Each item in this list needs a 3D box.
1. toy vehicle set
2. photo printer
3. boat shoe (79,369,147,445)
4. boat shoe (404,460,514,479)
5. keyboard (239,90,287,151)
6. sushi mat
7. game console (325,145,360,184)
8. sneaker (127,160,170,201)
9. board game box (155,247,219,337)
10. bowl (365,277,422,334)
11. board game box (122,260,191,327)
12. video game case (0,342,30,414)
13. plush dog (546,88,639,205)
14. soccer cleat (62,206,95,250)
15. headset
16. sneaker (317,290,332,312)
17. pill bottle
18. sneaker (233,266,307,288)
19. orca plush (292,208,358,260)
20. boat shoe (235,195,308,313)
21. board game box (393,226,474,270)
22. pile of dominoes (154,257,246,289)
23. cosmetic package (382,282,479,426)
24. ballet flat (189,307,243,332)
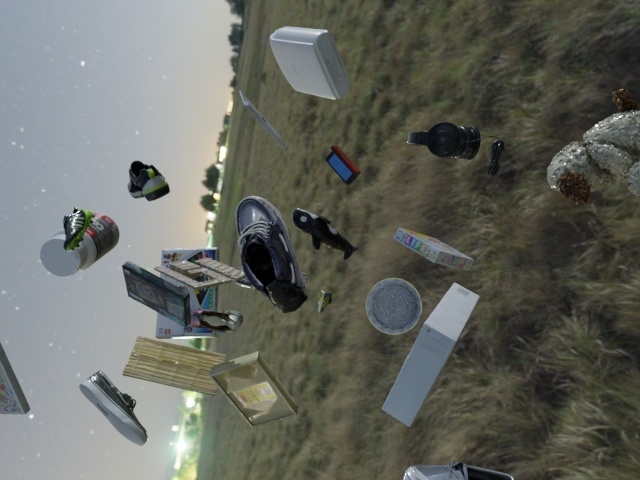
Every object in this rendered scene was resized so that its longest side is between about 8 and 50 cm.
[{"bbox_3d":[-0.200,0.461,1.571,0.035,0.166,0.266,-86,-28,-57],"label":"toy vehicle set"},{"bbox_3d":[-0.051,-0.669,1.930,0.107,0.256,0.307,-46,45,-16],"label":"photo printer"},{"bbox_3d":[-0.498,0.412,1.279,0.070,0.219,0.078,-41,-8,-45],"label":"boat shoe"},{"bbox_3d":[0.336,0.576,1.248,0.095,0.258,0.084,-79,-5,-66],"label":"boat shoe"},{"bbox_3d":[-0.177,-0.373,1.625,0.256,0.014,0.072,43,-164,-55],"label":"keyboard"},{"bbox_3d":[-0.484,0.418,1.722,0.019,0.317,0.151,106,177,-46],"label":"sushi mat"},{"bbox_3d":[0.075,-0.283,1.963,0.085,0.144,0.124,-43,-3,19],"label":"game console"},{"bbox_3d":[-0.453,-0.166,1.329,0.235,0.084,0.097,12,130,54],"label":"sneaker"},{"bbox_3d":[-0.445,0.176,1.735,0.053,0.193,0.305,95,173,-69],"label":"board game box"},{"bbox_3d":[0.228,0.204,1.579,0.080,0.170,0.170,36,-121,-72],"label":"bowl"},{"bbox_3d":[-0.410,0.136,1.292,0.026,0.186,0.126,-53,-16,-41],"label":"board game box"},{"bbox_3d":[-0.873,0.349,1.320,0.026,0.206,0.227,-58,-41,-63],"label":"video game case"},{"bbox_3d":[0.607,-0.181,1.124,0.225,0.210,0.262,-33,4,30],"label":"plush dog"},{"bbox_3d":[-0.712,-0.033,1.478,0.060,0.072,0.179,-59,19,31],"label":"soccer cleat"},{"bbox_3d":[0.508,-0.347,1.944,0.394,0.243,0.185,16,105,49],"label":"headset"},{"bbox_3d":[0.012,0.165,1.360,0.083,0.035,0.031,97,180,-49],"label":"sneaker"},{"bbox_3d":[-0.839,0.012,1.805,0.283,0.161,0.161,-82,4,-72],"label":"pill bottle"},{"bbox_3d":[-0.198,0.190,1.967,0.106,0.281,0.162,-95,15,-47],"label":"sneaker"},{"bbox_3d":[0.000,0.000,1.921,0.151,0.287,0.102,-5,51,49],"label":"orca plush"},{"bbox_3d":[-0.139,-0.001,1.214,0.340,0.127,0.158,60,-177,31],"label":"boat shoe"},{"bbox_3d":[0.229,0.018,1.031,0.103,0.154,0.026,34,104,38],"label":"board game box"},{"bbox_3d":[-0.344,0.105,1.492,0.251,0.196,0.040,16,107,44],"label":"pile of dominoes"},{"bbox_3d":[0.322,0.307,1.456,0.377,0.097,0.284,-25,-38,-62],"label":"cosmetic package"},{"bbox_3d":[-0.312,0.253,1.604,0.079,0.221,0.076,7,83,42],"label":"ballet flat"}]
